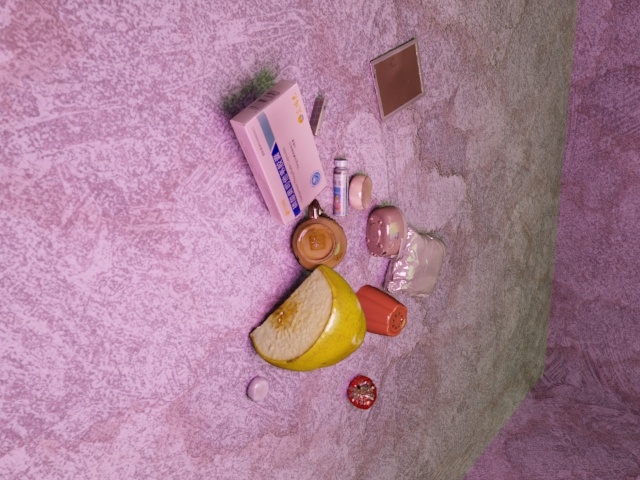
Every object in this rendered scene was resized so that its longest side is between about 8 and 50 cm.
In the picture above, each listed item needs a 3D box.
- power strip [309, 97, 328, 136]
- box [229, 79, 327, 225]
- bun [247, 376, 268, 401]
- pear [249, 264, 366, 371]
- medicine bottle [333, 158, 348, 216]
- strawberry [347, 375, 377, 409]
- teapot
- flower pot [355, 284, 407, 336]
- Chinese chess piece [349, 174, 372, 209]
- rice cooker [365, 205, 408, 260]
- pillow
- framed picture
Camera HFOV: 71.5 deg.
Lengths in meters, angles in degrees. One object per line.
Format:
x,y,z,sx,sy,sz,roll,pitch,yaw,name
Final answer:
-0.011,-0.368,1.355,0.019,0.051,0.136,13,94,-42,power strip
-0.098,-0.226,1.200,0.200,0.065,0.343,-48,142,-25,box
-0.203,0.477,1.430,0.083,0.045,0.083,-19,118,-39,bun
0.010,0.284,1.395,0.342,0.238,0.318,-46,141,11,pear
0.069,-0.175,1.493,0.051,0.051,0.190,-14,112,-41,medicine bottle
0.166,0.611,1.796,0.131,0.148,0.131,2,78,-10,strawberry
0.000,0.000,1.422,0.182,0.173,0.269,22,58,-79,teapot
0.227,0.280,1.702,0.191,0.173,0.190,-13,110,-40,flower pot
0.139,-0.166,1.538,0.122,0.051,0.121,8,90,-66,Chinese chess piece
0.243,-0.026,1.645,0.127,0.145,0.206,-6,110,-31,rice cooker
0.401,0.094,1.837,0.310,0.138,0.283,15,91,-43,pillow
0.281,-0.578,1.602,0.273,0.016,0.216,-37,126,-30,framed picture
